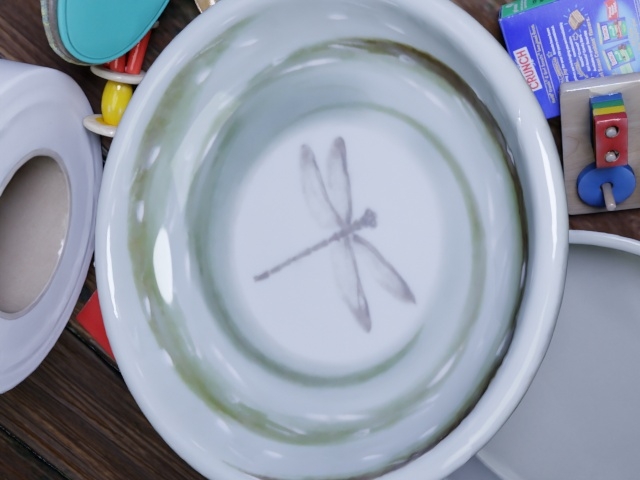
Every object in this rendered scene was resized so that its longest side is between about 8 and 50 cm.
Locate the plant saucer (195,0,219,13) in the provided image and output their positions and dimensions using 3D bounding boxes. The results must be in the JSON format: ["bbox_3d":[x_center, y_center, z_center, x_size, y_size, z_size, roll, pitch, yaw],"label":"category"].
[{"bbox_3d":[-0.069,-0.214,0.715,0.083,0.015,0.084,12,119,21],"label":"plant saucer"}]

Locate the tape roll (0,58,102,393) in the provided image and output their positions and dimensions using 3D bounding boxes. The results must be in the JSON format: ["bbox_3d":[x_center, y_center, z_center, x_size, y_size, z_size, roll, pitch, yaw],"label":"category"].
[{"bbox_3d":[-0.292,-0.015,0.730,0.100,0.286,0.286,13,120,8],"label":"tape roll"}]

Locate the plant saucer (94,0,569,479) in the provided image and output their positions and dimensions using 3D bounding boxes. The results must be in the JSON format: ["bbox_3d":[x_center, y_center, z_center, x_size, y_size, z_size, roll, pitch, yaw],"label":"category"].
[{"bbox_3d":[0.000,0.000,0.662,0.400,0.100,0.401,-2,86,30],"label":"plant saucer"}]

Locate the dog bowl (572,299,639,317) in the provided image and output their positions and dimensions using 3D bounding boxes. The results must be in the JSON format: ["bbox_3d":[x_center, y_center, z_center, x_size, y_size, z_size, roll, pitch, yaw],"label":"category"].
[{"bbox_3d":[0.315,0.177,0.779,0.348,0.102,0.349,6,118,12],"label":"dog bowl"}]

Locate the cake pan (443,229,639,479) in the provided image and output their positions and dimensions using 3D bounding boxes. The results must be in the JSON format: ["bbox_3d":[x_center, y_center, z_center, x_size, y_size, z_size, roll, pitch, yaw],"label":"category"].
[{"bbox_3d":[0.207,0.123,0.681,0.293,0.054,0.293,9,113,22],"label":"cake pan"}]

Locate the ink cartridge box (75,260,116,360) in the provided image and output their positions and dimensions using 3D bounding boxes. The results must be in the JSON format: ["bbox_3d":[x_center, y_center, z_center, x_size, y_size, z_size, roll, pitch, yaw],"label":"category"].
[{"bbox_3d":[-0.103,0.114,0.842,0.296,0.066,0.261,45,119,4],"label":"ink cartridge box"}]

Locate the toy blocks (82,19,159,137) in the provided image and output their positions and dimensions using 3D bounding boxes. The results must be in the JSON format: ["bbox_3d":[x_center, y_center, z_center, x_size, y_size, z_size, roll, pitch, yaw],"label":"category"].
[{"bbox_3d":[-0.138,-0.158,0.746,0.123,0.054,0.148,15,110,0],"label":"toy blocks"}]

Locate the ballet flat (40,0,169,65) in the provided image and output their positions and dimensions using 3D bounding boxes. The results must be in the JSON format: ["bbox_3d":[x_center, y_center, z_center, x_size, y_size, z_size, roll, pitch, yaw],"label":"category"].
[{"bbox_3d":[-0.135,-0.303,0.637,0.123,0.123,0.349,27,117,-1],"label":"ballet flat"}]

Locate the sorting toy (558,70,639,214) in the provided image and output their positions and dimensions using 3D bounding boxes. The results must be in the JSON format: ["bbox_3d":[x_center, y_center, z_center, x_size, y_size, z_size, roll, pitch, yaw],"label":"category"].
[{"bbox_3d":[0.268,-0.068,0.666,0.274,0.046,0.132,-6,134,13],"label":"sorting toy"}]

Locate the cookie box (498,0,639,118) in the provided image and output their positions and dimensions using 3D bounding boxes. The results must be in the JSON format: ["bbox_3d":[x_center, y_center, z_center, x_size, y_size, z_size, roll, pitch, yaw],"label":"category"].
[{"bbox_3d":[0.203,-0.153,0.666,0.107,0.040,0.092,-14,115,20],"label":"cookie box"}]
